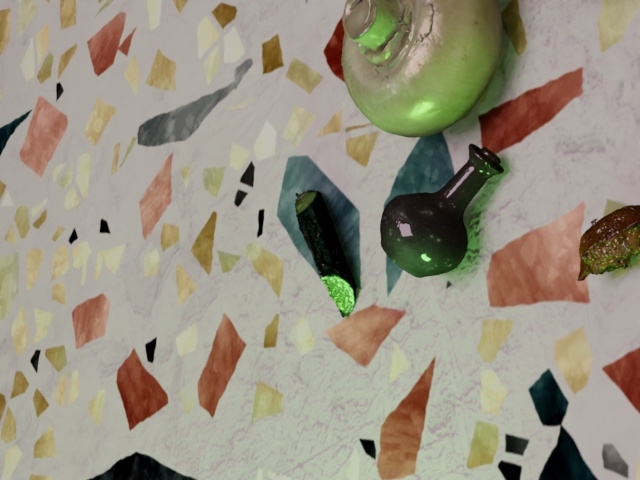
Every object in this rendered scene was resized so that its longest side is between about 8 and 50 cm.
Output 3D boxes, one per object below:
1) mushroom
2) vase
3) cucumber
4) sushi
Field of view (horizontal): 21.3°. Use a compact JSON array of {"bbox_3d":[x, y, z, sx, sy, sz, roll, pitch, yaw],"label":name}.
[{"bbox_3d":[0.116,-0.262,2.178,0.246,0.202,0.246,-24,55,40],"label":"mushroom"},{"bbox_3d":[0.159,-0.041,2.152,0.183,0.120,0.120,-49,45,14],"label":"vase"},{"bbox_3d":[0.000,0.000,2.386,0.046,0.070,0.220,-30,56,11],"label":"cucumber"},{"bbox_3d":[0.337,0.004,1.937,0.118,0.061,0.060,-51,34,32],"label":"sushi"}]
